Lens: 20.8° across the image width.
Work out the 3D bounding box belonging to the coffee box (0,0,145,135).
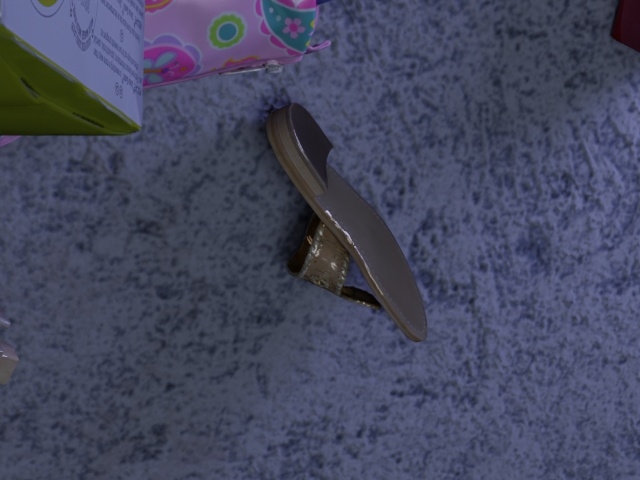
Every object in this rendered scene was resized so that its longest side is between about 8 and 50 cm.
[{"bbox_3d":[-0.279,-0.233,0.877,0.338,0.338,0.334,0,86,4],"label":"coffee box"}]

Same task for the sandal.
[{"bbox_3d":[0.001,-0.004,1.438,0.079,0.088,0.240,-21,120,21],"label":"sandal"}]

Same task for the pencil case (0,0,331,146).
[{"bbox_3d":[-0.135,-0.155,1.250,0.284,0.124,0.124,-17,120,-20],"label":"pencil case"}]

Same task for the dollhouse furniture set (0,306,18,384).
[{"bbox_3d":[-0.288,0.134,1.276,0.101,0.182,0.161,21,103,-33],"label":"dollhouse furniture set"}]

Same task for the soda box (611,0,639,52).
[{"bbox_3d":[0.328,-0.279,1.449,0.092,0.083,0.263,0,113,-28],"label":"soda box"}]
